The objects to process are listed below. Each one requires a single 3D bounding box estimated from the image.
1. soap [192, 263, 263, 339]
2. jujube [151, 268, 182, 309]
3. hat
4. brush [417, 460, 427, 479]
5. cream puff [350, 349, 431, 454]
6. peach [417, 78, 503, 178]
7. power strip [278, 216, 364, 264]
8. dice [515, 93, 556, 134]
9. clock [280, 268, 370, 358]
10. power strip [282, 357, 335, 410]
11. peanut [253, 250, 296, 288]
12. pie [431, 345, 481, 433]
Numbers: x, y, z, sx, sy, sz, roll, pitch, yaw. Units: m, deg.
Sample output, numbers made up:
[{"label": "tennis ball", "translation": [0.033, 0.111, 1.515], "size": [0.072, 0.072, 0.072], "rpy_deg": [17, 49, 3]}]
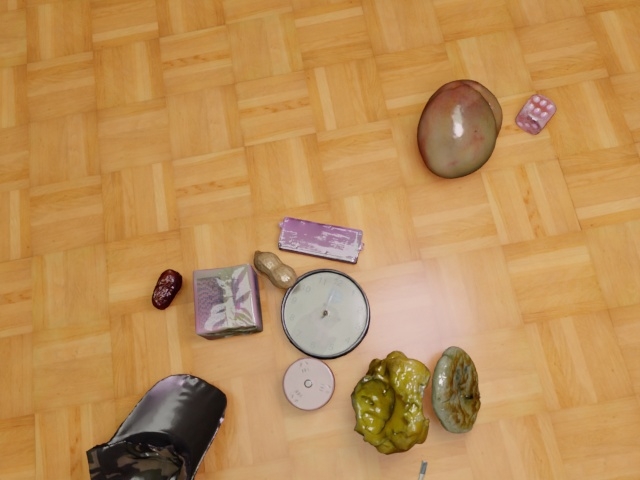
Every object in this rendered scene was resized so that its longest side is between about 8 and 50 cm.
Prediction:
[{"label": "soap", "translation": [-0.276, 0.187, 1.550], "size": [0.182, 0.138, 0.199], "rpy_deg": [-8, 74, 1]}, {"label": "jujube", "translation": [-0.476, 0.153, 1.606], "size": [0.077, 0.077, 0.129], "rpy_deg": [18, 78, 9]}, {"label": "hat", "translation": [-0.424, 0.596, 1.466], "size": [0.366, 0.257, 0.382], "rpy_deg": [21, 41, 25]}, {"label": "brush", "translation": [0.283, 0.660, 1.446], "size": [0.016, 0.013, 0.083], "rpy_deg": [16, 78, 6]}, {"label": "cream puff", "translation": [0.178, 0.428, 1.381], "size": [0.185, 0.282, 0.281], "rpy_deg": [15, 75, -13]}, {"label": "peach", "translation": [0.410, -0.337, 1.562], "size": [0.248, 0.292, 0.292], "rpy_deg": [7, 74, 32]}, {"label": "power strip", "translation": [0.000, 0.000, 1.634], "size": [0.279, 0.037, 0.109], "rpy_deg": [10, 76, 7]}, {"label": "dice", "translation": [0.694, -0.405, 1.668], "size": [0.093, 0.091, 0.094], "rpy_deg": [37, 79, 12]}, {"label": "clock", "translation": [0.015, 0.218, 1.565], "size": [0.281, 0.055, 0.280], "rpy_deg": [-1, 75, 4]}, {"label": "power strip", "translation": [-0.033, 0.414, 1.502], "size": [0.154, 0.078, 0.154], "rpy_deg": [-1, 75, 4]}, {"label": "peanut", "translation": [-0.144, 0.086, 1.581], "size": [0.187, 0.082, 0.082], "rpy_deg": [36, 80, 31]}, {"label": "pie", "translation": [0.372, 0.407, 1.411], "size": [0.054, 0.241, 0.240], "rpy_deg": [-9, 70, 40]}]
